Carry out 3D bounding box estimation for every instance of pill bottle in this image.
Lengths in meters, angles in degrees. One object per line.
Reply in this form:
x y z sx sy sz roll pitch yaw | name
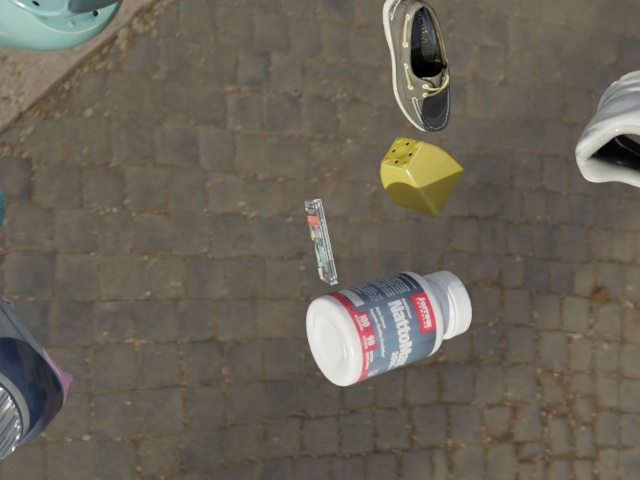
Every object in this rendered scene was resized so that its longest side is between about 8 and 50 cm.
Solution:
0.084 0.096 1.192 0.180 0.108 0.108 -16 93 -27 | pill bottle

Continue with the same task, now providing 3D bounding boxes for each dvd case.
0.000 0.000 1.418 0.013 0.087 0.119 -11 94 -9 | dvd case

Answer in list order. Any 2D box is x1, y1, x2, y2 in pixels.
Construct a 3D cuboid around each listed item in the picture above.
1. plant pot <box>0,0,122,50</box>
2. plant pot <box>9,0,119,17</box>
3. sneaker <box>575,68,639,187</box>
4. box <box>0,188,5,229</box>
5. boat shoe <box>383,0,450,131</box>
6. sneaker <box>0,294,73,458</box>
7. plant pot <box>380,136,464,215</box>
-0.461 -0.453 1.691 0.293 0.235 0.293 -12 112 -30 | plant pot
-0.331 -0.400 1.275 0.290 0.290 0.195 34 63 -21 | plant pot
0.346 -0.067 0.806 0.129 0.297 0.111 -40 123 -40 | sneaker
-0.623 0.010 1.748 0.100 0.060 0.244 2 44 -5 | box
0.150 -0.252 1.477 0.081 0.068 0.228 -29 123 -13 | boat shoe
-0.361 0.060 0.931 0.319 0.112 0.131 50 21 3 | sneaker
0.128 -0.096 1.366 0.083 0.081 0.081 44 71 -43 | plant pot
